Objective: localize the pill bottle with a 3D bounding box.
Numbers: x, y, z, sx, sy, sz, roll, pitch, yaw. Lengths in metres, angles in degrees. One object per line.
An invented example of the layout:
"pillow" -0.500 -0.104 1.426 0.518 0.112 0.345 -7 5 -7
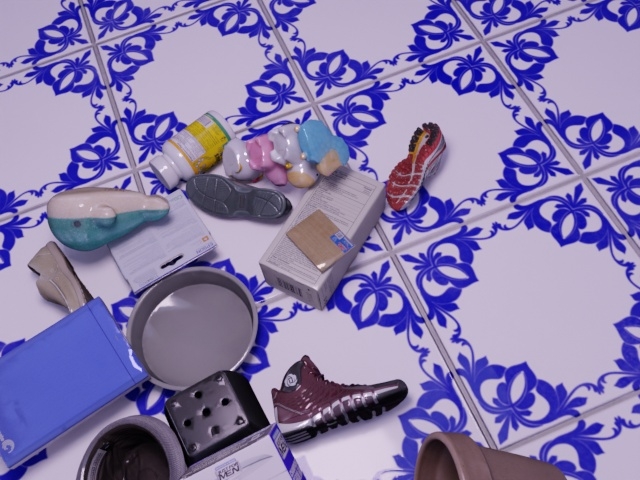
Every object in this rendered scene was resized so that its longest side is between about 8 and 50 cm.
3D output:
"pill bottle" -0.320 -0.222 1.783 0.208 0.117 0.117 -40 64 -16

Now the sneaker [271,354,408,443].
"sneaker" 0.026 0.294 1.457 0.281 0.106 0.162 -18 57 -3

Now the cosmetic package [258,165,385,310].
"cosmetic package" 0.010 -0.016 1.630 0.160 0.113 0.309 26 66 19

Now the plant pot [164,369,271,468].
"plant pot" -0.206 0.361 1.406 0.187 0.167 0.188 -27 60 -10

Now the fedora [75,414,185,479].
"fedora" -0.339 0.471 1.363 0.275 0.124 0.243 31 79 39

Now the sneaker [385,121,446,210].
"sneaker" 0.239 -0.166 1.707 0.088 0.093 0.225 27 83 40

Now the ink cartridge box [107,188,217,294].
"ink cartridge box" -0.378 0.008 1.687 0.223 0.045 0.224 -30 54 -11

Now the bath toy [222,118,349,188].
"bath toy" -0.093 -0.194 1.678 0.129 0.348 0.151 -13 98 -40

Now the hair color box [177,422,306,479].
"hair color box" -0.085 0.517 1.245 0.185 0.110 0.338 -28 88 4

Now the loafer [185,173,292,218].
"loafer" -0.197 -0.100 1.735 0.268 0.084 0.096 14 94 18

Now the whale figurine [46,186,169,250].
"whale figurine" -0.487 -0.049 1.650 0.272 0.216 0.141 -3 102 -16

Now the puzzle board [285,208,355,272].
"puzzle board" 0.000 0.000 1.552 0.096 0.011 0.128 -37 64 -16

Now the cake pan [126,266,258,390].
"cake pan" -0.278 0.197 1.573 0.293 0.054 0.293 -3 60 5

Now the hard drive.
"hard drive" -0.546 0.288 1.477 0.319 0.040 0.210 -33 74 -12

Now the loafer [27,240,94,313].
"loafer" -0.593 0.114 1.637 0.092 0.102 0.268 -35 53 -12

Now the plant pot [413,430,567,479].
"plant pot" 0.311 0.472 1.262 0.229 0.263 0.263 2 59 -13
